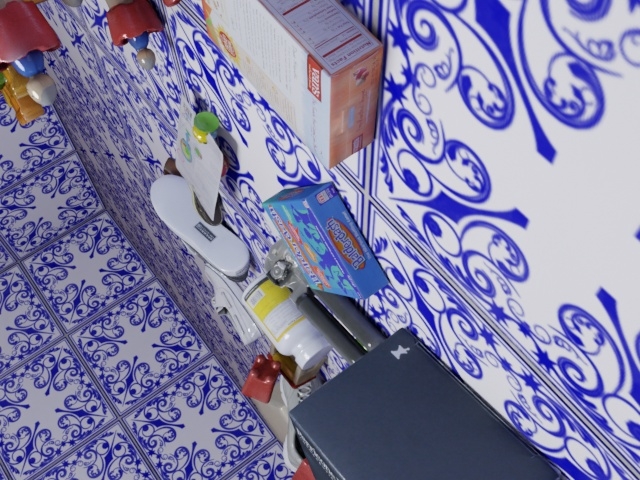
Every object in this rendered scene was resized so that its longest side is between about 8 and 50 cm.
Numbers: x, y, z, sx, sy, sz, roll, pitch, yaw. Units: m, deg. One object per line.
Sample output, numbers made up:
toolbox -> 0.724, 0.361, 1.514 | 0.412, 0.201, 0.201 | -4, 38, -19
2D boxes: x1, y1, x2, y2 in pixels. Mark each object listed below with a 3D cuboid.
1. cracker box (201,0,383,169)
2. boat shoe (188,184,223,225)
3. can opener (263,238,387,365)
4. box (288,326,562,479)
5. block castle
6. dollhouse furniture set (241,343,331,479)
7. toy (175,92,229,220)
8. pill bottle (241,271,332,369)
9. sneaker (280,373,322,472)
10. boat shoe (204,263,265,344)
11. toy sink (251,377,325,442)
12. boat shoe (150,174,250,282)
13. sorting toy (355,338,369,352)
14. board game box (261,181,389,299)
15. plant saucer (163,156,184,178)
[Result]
cracker box -> -0.036, -0.203, 0.771 | 0.232, 0.067, 0.155 | 51, 163, 21
boat shoe -> -0.236, -0.085, 1.566 | 0.049, 0.056, 0.152 | 44, 160, 49
can opener -> 0.010, 0.099, 1.247 | 0.283, 0.076, 0.095 | 45, -168, 31
box -> 0.152, 0.375, 1.086 | 0.293, 0.212, 0.395 | 43, 158, 38
block castle -> -0.321, -0.296, 0.991 | 0.453, 0.303, 0.212 | 15, 130, 65
dollhouse furniture set -> -0.026, 0.377, 1.524 | 0.374, 0.201, 0.152 | 46, 135, 28
toy -> -0.201, -0.149, 1.352 | 0.137, 0.056, 0.237 | 55, 159, 16
pill bottle -> -0.060, 0.151, 1.440 | 0.184, 0.103, 0.103 | 50, 162, 20
sneaker -> -0.031, 0.371, 1.662 | 0.121, 0.099, 0.262 | 123, 145, -68
boat shoe -> -0.243, 0.161, 1.996 | 0.258, 0.084, 0.095 | 48, 162, 24
toy sink -> -0.049, 0.413, 1.855 | 0.152, 0.131, 0.234 | 59, 158, -10
boat shoe -> -0.266, -0.023, 1.696 | 0.301, 0.108, 0.102 | 41, 161, 16
sorting toy -> 0.079, 0.207, 1.265 | 0.102, 0.042, 0.061 | 47, 161, 28
board game box -> 0.000, 0.000, 1.086 | 0.160, 0.047, 0.210 | 59, 164, -11
plant saucer -> -0.326, -0.118, 1.803 | 0.168, 0.029, 0.168 | 50, 163, 21
